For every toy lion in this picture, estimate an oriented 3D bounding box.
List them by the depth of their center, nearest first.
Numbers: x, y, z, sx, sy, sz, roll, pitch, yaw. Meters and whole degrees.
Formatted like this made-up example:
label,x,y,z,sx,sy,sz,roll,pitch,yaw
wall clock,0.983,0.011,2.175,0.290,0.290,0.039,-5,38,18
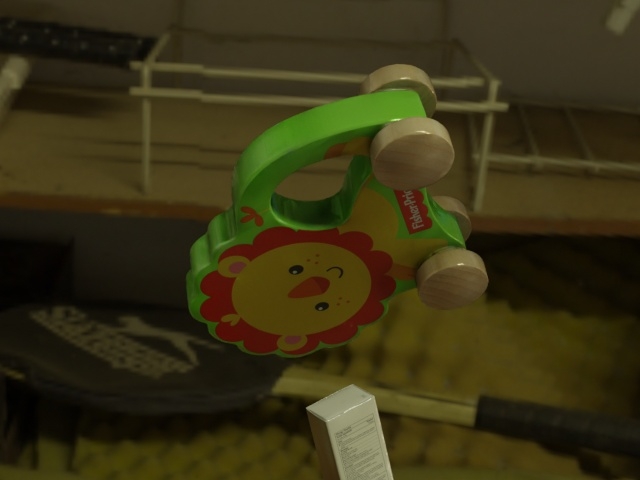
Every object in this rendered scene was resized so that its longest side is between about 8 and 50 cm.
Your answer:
label,x,y,z,sx,sy,sz,roll,pitch,yaw
toy lion,0.000,0.000,0.365,0.096,0.100,0.034,-17,49,6

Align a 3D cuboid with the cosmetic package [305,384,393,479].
label,x,y,z,sx,sy,sz,roll,pitch,yaw
cosmetic package,0.030,0.206,1.118,0.060,0.115,0.041,-22,22,-26
